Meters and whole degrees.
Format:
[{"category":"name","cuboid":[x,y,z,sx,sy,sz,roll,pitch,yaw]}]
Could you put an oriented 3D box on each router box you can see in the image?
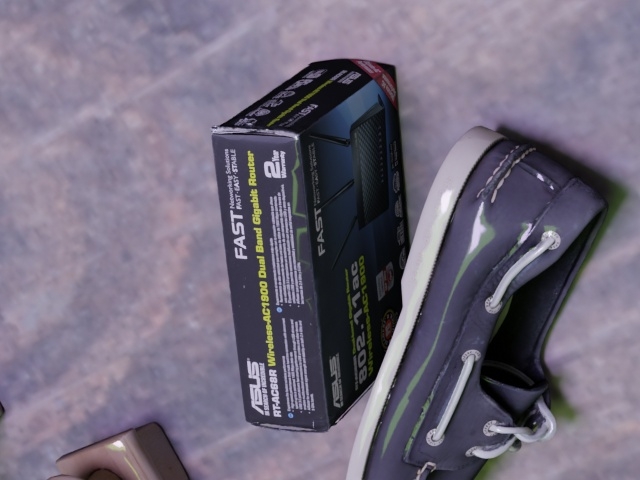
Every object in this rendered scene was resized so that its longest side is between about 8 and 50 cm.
[{"category":"router box","cuboid":[0.000,0.000,0.748,0.038,0.092,0.122,4,113,25]}]

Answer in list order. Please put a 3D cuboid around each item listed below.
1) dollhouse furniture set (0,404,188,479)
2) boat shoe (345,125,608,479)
[{"category":"dollhouse furniture set","cuboid":[-0.177,0.249,0.894,0.303,0.174,0.355,-22,100,32]},{"category":"boat shoe","cuboid":[0.060,0.060,0.755,0.065,0.075,0.206,22,114,21]}]
